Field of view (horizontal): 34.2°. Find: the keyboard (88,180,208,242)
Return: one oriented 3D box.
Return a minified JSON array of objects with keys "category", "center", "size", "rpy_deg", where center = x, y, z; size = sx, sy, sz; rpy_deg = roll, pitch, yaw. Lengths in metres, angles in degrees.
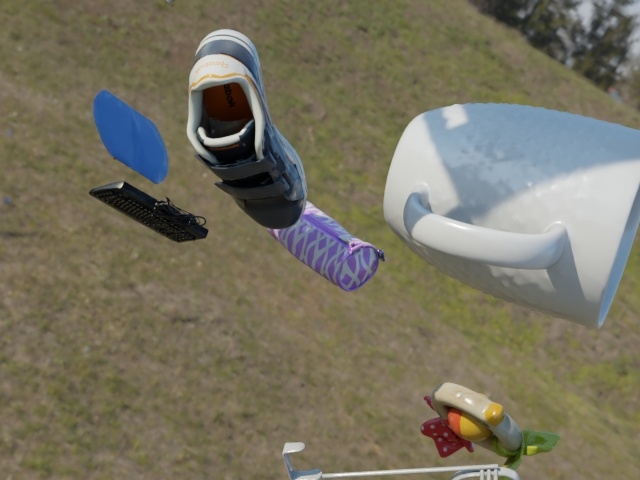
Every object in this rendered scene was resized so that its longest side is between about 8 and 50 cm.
[{"category":"keyboard","center":[-0.251,-0.032,1.563],"size":[0.100,0.038,0.192],"rpy_deg":[-15,-31,35]}]

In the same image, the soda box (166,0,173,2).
[{"category":"soda box","center":[-0.106,-0.330,1.108],"size":[0.063,0.183,0.058],"rpy_deg":[56,31,-8]}]

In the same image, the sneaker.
[{"category":"sneaker","center":[-0.110,-0.125,1.461],"size":[0.127,0.126,0.321],"rpy_deg":[-78,153,-52]}]

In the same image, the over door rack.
[{"category":"over door rack","center":[0.091,0.384,1.327],"size":[0.324,0.108,0.239],"rpy_deg":[4,30,7]}]

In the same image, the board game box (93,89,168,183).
[{"category":"board game box","center":[-0.308,-0.155,1.637],"size":[0.169,0.033,0.133],"rpy_deg":[34,36,-46]}]

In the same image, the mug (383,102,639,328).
[{"category":"mug","center":[0.250,-0.043,1.410],"size":[0.328,0.276,0.374],"rpy_deg":[18,22,19]}]

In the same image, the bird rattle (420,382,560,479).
[{"category":"bird rattle","center":[0.263,0.298,1.726],"size":[0.253,0.143,0.207],"rpy_deg":[31,-20,45]}]

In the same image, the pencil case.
[{"category":"pencil case","center":[0.000,0.000,1.605],"size":[0.206,0.086,0.088],"rpy_deg":[33,-27,41]}]
